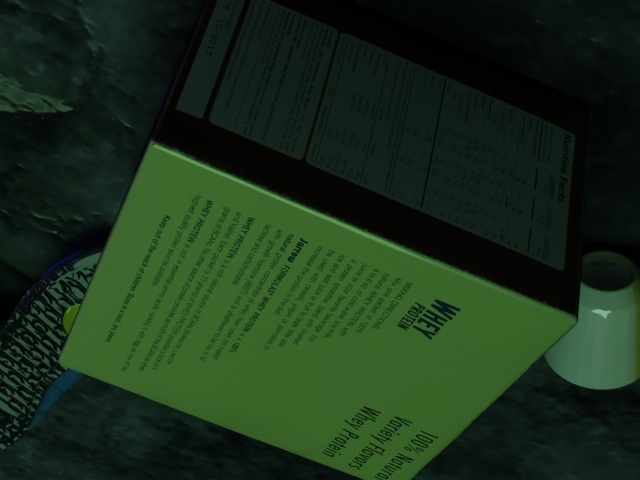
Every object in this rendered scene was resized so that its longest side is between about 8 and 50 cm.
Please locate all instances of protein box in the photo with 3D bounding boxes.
[{"bbox_3d":[0.000,0.000,0.627,0.201,0.136,0.200,22,141,-9],"label":"protein box"}]

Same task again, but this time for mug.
[{"bbox_3d":[0.164,0.036,0.697,0.062,0.078,0.064,31,143,34],"label":"mug"}]

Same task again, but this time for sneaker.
[{"bbox_3d":[-0.171,0.055,0.821,0.069,0.082,0.209,41,118,-11],"label":"sneaker"}]
